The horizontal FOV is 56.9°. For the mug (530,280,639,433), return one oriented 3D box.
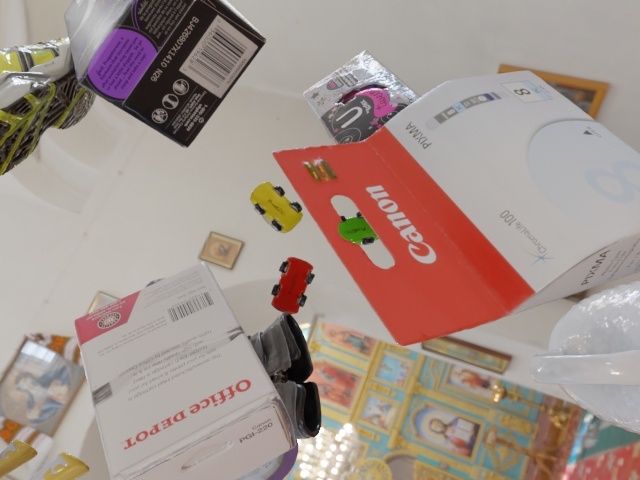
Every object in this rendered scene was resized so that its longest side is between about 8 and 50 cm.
[{"bbox_3d":[0.538,0.205,1.013,0.328,0.373,0.277,161,107,-65],"label":"mug"}]

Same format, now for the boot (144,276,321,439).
[{"bbox_3d":[-0.126,0.159,0.853,0.222,0.338,0.118,-33,-30,14],"label":"boot"}]

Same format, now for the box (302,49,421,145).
[{"bbox_3d":[0.089,-0.174,0.960,0.142,0.247,0.163,-34,-52,4],"label":"box"}]

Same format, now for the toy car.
[{"bbox_3d":[0.000,0.000,1.059,0.053,0.224,0.239,124,134,-75],"label":"toy car"}]

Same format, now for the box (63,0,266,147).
[{"bbox_3d":[-0.204,-0.263,0.731,0.143,0.270,0.165,30,-73,-40],"label":"box"}]

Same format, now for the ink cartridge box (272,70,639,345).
[{"bbox_3d":[0.180,-0.069,0.668,0.384,0.308,0.091,-12,-42,-25],"label":"ink cartridge box"}]

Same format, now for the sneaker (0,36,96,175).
[{"bbox_3d":[-0.431,-0.233,0.853,0.145,0.147,0.385,-62,7,28],"label":"sneaker"}]

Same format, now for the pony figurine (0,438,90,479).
[{"bbox_3d":[-0.559,0.418,0.815,0.303,0.350,0.364,100,-163,-49],"label":"pony figurine"}]

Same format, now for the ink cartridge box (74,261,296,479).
[{"bbox_3d":[-0.143,0.143,0.603,0.158,0.218,0.092,-25,-49,-14],"label":"ink cartridge box"}]

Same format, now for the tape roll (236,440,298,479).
[{"bbox_3d":[-0.142,0.399,1.135,0.188,0.080,0.189,-12,-59,-20],"label":"tape roll"}]
